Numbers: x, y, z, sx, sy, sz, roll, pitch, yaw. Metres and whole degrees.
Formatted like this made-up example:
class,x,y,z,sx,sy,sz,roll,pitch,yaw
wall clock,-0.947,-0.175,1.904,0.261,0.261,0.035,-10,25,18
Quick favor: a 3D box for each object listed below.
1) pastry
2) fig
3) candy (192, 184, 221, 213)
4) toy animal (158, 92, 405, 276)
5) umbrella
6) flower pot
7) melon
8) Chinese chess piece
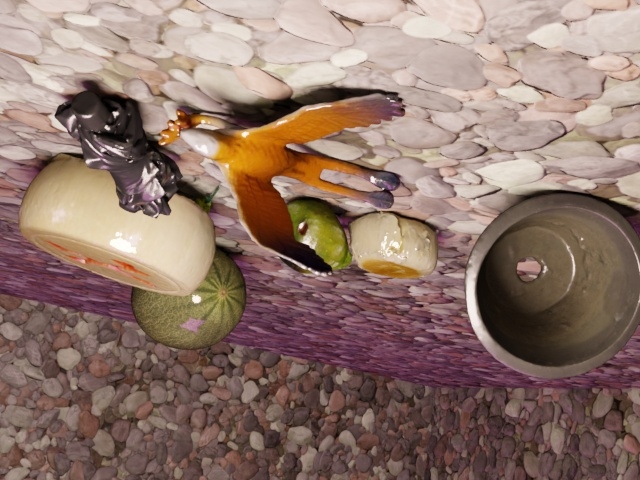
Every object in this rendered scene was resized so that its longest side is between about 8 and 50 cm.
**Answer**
class,x,y,z,sx,sy,sz,roll,pitch,yaw
pastry,0.128,0.010,1.447,0.165,0.088,0.166,8,164,2
fig,0.000,0.000,1.417,0.156,0.123,0.123,16,164,-37
candy,-0.195,-0.072,1.454,0.035,0.035,0.123,10,159,-23
toy animal,-0.047,-0.115,1.094,0.302,0.225,0.284,21,-172,6
umbrella,-0.277,-0.123,1.161,0.110,0.122,0.272,-35,158,-3
flower pot,0.331,0.054,1.254,0.269,0.269,0.166,10,-171,-4
melon,-0.287,0.124,1.842,0.237,0.238,0.301,18,163,-30
Chinese chess piece,-0.347,-0.018,1.454,0.338,0.141,0.338,18,166,5
